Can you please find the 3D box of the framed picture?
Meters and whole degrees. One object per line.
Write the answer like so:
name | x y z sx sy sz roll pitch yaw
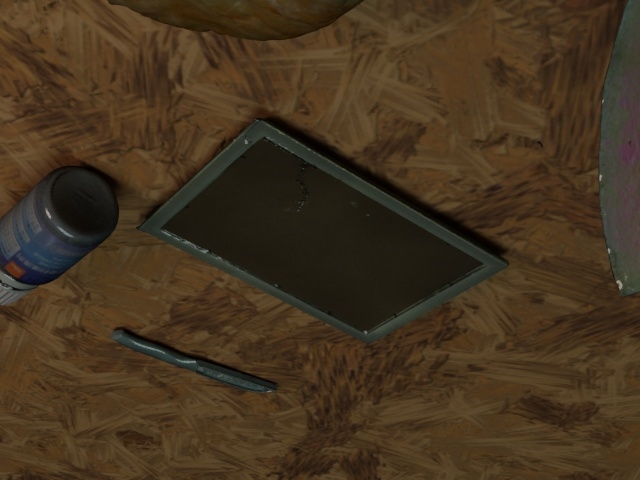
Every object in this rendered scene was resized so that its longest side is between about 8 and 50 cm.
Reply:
framed picture | 0.000 0.000 1.104 0.293 0.018 0.231 28 142 -24

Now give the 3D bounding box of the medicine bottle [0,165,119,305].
medicine bottle | -0.281 0.001 1.125 0.083 0.083 0.203 30 142 -26

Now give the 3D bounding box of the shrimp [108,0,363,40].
shrimp | -0.044 -0.234 0.667 0.272 0.085 0.445 22 160 -27

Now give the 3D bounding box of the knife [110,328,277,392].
knife | -0.151 0.148 1.355 0.210 0.015 0.028 22 138 -17

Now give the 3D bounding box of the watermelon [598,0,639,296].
watermelon | 0.348 -0.123 0.670 0.222 0.319 0.292 10 168 -34
